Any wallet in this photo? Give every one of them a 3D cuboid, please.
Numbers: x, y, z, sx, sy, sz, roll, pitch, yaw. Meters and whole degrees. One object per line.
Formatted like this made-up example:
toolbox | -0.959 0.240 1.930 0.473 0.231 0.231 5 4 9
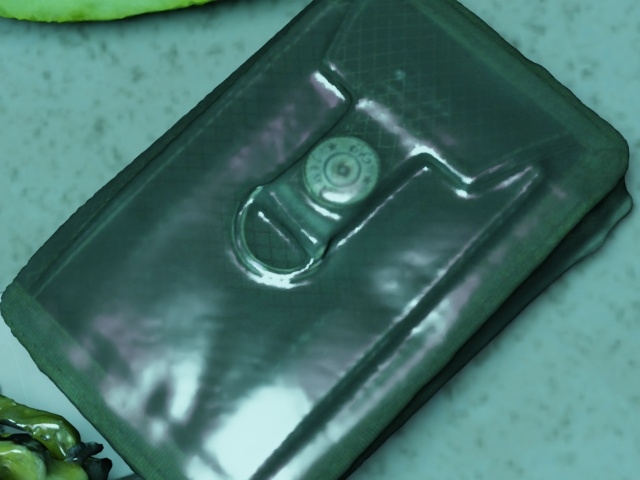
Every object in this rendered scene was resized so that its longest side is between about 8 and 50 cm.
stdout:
wallet | 0.000 0.000 0.601 0.245 0.052 0.168 -43 78 -13

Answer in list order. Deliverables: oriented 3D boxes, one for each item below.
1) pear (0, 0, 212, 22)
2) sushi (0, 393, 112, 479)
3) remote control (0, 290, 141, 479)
pear | -0.126 -0.225 0.623 0.292 0.292 0.159 -5 50 9
sushi | -0.184 0.197 0.572 0.139 0.131 0.291 18 102 5
remote control | -0.114 0.066 0.642 0.250 0.034 0.103 -21 76 5
